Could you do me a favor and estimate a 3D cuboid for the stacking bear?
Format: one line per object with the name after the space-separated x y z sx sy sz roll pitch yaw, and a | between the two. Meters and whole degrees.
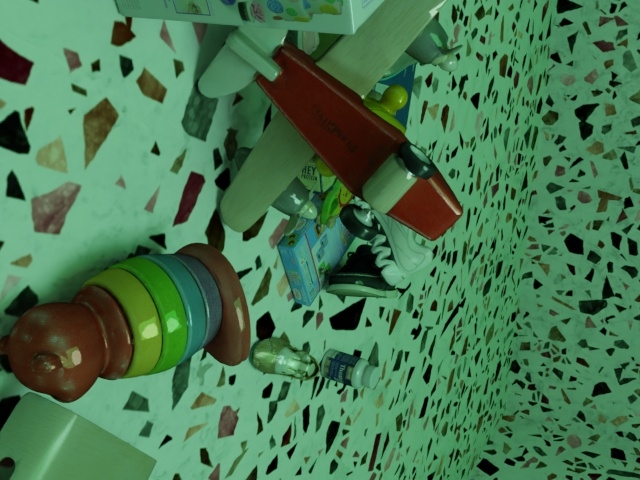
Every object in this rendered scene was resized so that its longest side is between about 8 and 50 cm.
-0.247 0.109 0.886 0.289 0.175 0.164 -19 120 -49 | stacking bear

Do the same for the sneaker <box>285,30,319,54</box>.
-0.035 -0.311 1.186 0.070 0.050 0.135 2 96 -56 | sneaker

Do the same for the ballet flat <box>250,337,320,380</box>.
-0.058 0.232 1.364 0.206 0.067 0.073 27 79 -61 | ballet flat

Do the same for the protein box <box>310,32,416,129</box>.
0.073 -0.311 1.294 0.201 0.135 0.200 -9 109 -60 | protein box

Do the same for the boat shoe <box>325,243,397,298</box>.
0.100 0.066 1.518 0.340 0.127 0.113 12 82 -66 | boat shoe

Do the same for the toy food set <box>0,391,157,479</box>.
-0.339 0.342 0.899 0.220 0.092 0.306 -65 158 -23 | toy food set

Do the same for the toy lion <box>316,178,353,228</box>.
0.035 -0.080 1.339 0.100 0.034 0.096 -27 132 -54 | toy lion

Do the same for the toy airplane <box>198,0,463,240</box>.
0.019 -0.194 1.048 0.272 0.385 0.385 -29 118 -66 | toy airplane

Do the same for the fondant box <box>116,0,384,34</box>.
-0.103 -0.359 0.748 0.096 0.330 0.238 -51 144 -38 | fondant box

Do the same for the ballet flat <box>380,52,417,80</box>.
0.139 -0.323 1.192 0.213 0.072 0.068 -35 126 -49 | ballet flat

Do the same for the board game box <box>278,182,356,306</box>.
0.000 0.000 1.399 0.211 0.039 0.160 -54 144 -36 | board game box

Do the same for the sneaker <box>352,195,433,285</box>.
0.136 -0.059 1.432 0.292 0.118 0.110 69 13 15 | sneaker

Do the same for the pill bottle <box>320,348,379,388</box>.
0.066 0.287 1.559 0.067 0.120 0.067 -33 129 -53 | pill bottle

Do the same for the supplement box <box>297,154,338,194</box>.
-0.005 -0.142 1.309 0.083 0.056 0.083 -44 138 -45 | supplement box
